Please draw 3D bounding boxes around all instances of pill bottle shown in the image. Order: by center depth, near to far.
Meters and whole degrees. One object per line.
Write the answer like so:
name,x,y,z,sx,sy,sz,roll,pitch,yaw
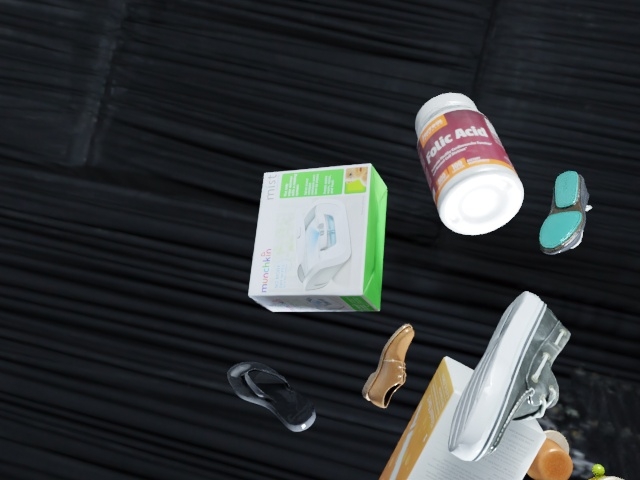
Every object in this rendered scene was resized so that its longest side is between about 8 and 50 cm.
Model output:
pill bottle,0.392,-0.224,1.825,0.392,0.224,0.224,-99,-169,-46

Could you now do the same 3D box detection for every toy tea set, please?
toy tea set,0.439,0.499,1.148,0.124,0.200,0.336,119,-32,-83

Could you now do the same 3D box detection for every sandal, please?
sandal,-0.110,0.334,1.493,0.097,0.254,0.054,-39,135,-33

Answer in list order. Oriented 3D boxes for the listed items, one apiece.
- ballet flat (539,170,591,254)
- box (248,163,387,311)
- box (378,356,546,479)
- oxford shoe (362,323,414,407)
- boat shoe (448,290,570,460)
ballet flat,0.414,-0.032,1.105,0.074,0.074,0.203,95,18,-47
box,0.000,0.000,1.292,0.127,0.231,0.262,46,47,-61
box,0.224,0.417,1.181,0.345,0.168,0.215,-64,177,7
oxford shoe,0.181,0.302,1.590,0.076,0.076,0.212,15,102,-50
boat shoe,0.295,0.201,0.969,0.335,0.119,0.121,-47,167,-42
